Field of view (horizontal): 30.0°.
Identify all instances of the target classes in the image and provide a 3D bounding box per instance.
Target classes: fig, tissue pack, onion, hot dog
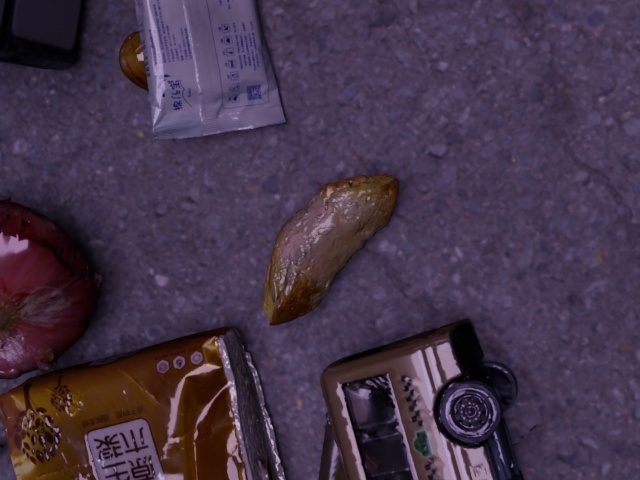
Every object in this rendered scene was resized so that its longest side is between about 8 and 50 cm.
[{"bbox_3d":[-0.148,-0.154,1.090,0.050,0.050,0.083,-39,107,11],"label":"fig"},{"bbox_3d":[-0.159,0.191,1.087,0.226,0.092,0.183,-16,91,14],"label":"tissue pack"},{"bbox_3d":[-0.293,0.030,1.091,0.184,0.147,0.184,0,131,-1],"label":"onion"},{"bbox_3d":[-0.105,-0.189,1.062,0.123,0.026,0.193,-10,92,-18],"label":"tissue pack"},{"bbox_3d":[-0.001,-0.001,1.055,0.169,0.078,0.061,-47,52,0],"label":"hot dog"}]

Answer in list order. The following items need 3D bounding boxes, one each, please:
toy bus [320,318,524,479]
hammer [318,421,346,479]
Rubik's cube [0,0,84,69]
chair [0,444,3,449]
[{"bbox_3d":[0.105,0.222,1.010,0.157,0.139,0.289,-16,89,16],"label":"toy bus"},{"bbox_3d":[0.000,0.307,1.092,0.125,0.027,0.297,11,96,13],"label":"hammer"},{"bbox_3d":[-0.377,-0.325,0.987,0.319,0.316,0.313,10,95,10],"label":"Rubik's cube"},{"bbox_3d":[-0.417,0.248,1.140,0.104,0.095,0.221,39,101,19],"label":"chair"}]
